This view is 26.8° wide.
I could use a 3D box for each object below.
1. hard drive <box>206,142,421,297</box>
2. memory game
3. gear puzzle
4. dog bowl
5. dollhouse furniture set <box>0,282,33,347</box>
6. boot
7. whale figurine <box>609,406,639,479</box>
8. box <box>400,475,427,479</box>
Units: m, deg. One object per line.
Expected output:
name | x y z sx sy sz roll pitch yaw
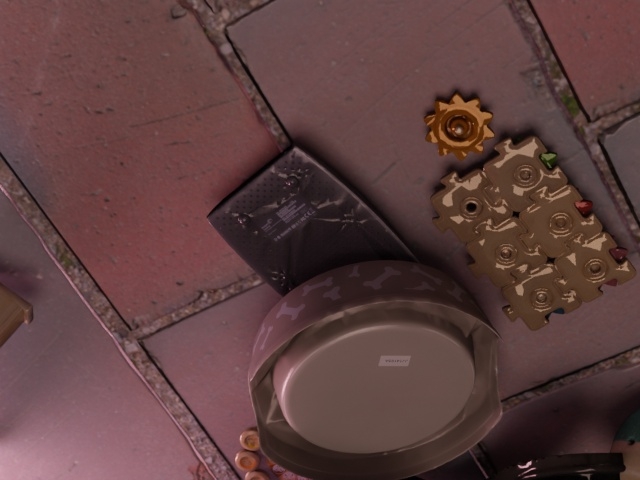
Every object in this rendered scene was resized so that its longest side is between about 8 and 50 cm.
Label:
hard drive | 0.000 0.000 1.697 0.172 0.054 0.255 -38 113 22
memory game | -0.030 0.312 1.907 0.186 0.012 0.186 1 121 2
gear puzzle | 0.235 -0.045 1.671 0.175 0.044 0.339 -32 111 21
dog bowl | 0.069 0.167 1.720 0.349 0.102 0.349 -6 133 -6
dollhouse furniture set | -0.541 0.159 1.817 0.286 0.198 0.303 34 151 8
boot | 0.298 0.434 1.777 0.131 0.260 0.348 2 154 -34
whale figurine | 0.519 0.304 1.800 0.272 0.216 0.141 28 75 -22
box | 0.022 0.481 1.787 0.296 0.183 0.294 -9 104 -38
